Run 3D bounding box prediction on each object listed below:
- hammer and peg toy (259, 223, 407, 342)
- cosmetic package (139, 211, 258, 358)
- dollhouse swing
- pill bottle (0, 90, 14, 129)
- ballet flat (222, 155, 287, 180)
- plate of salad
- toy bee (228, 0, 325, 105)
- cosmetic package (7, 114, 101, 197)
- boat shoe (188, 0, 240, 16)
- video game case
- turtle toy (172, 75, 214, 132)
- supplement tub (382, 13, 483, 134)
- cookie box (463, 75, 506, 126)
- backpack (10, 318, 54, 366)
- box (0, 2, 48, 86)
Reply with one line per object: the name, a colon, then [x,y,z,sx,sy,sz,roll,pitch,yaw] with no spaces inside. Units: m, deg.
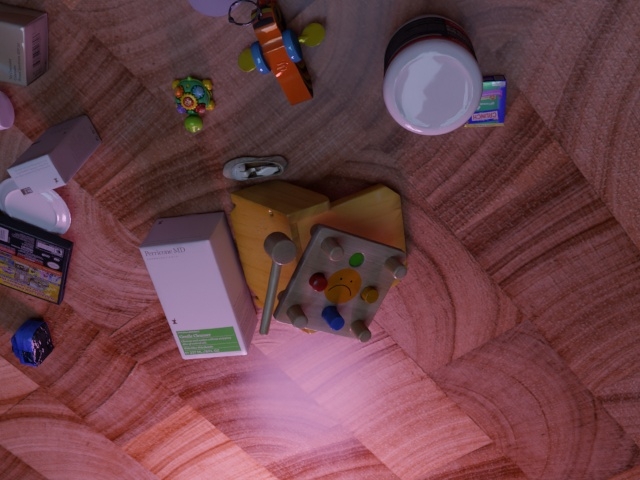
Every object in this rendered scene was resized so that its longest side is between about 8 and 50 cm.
hammer and peg toy: [0.000,0.095,1.625,0.362,0.127,0.265,16,110,-31]
cosmetic package: [-0.310,0.121,1.866,0.197,0.155,0.365,-7,121,14]
dollhouse swing: [0.000,0.000,1.813,0.315,0.305,0.346,22,134,43]
pill bottle: [-0.854,-0.294,1.692,0.216,0.121,0.121,-9,120,11]
ballet flat: [-0.164,-0.175,1.728,0.168,0.052,0.057,-9,120,12]
plate of salad: [-0.742,-0.088,1.843,0.200,0.048,0.199,6,130,7]
toy bee: [-0.088,-0.443,1.520,0.196,0.162,0.298,-4,146,-1]
cosmetic package: [-0.616,-0.201,1.657,0.118,0.231,0.085,-16,118,15]
boat shoe: [-0.185,-0.620,1.418,0.136,0.156,0.367,16,151,-9]
video game case: [-0.820,0.044,1.920,0.275,0.035,0.248,21,132,-7]
turtle toy: [-0.298,-0.317,1.648,0.095,0.066,0.130,0,121,6]
supplement tub: [0.224,-0.348,1.451,0.191,0.272,0.191,3,122,4]
cookie box: [0.367,-0.311,1.593,0.092,0.040,0.107,-2,122,6]
backpack: [-0.844,0.292,2.061,0.101,0.098,0.120,10,123,5]
box: [-0.784,-0.459,1.583,0.311,0.121,0.147,11,122,-1]
